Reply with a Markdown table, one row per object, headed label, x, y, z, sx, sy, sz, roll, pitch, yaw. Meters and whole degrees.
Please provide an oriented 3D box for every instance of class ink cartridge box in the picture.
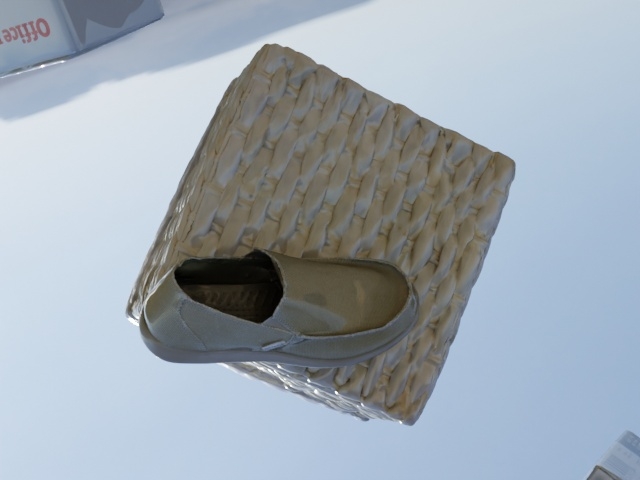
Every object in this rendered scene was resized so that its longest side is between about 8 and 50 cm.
| label | x | y | z | sx | sy | sz | roll | pitch | yaw |
| --- | --- | --- | --- | --- | --- | --- | --- | --- | --- |
| ink cartridge box | 0.197 | 0.260 | 0.954 | 0.208 | 0.045 | 0.206 | -56 | 163 | 11 |
| ink cartridge box | -0.212 | -0.225 | 0.781 | 0.153 | 0.208 | 0.087 | -1 | -156 | 46 |

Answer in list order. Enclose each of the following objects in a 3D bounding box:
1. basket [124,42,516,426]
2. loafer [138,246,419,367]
| label | x | y | z | sx | sy | sz | roll | pitch | yaw |
| --- | --- | --- | --- | --- | --- | --- | --- | --- | --- |
| basket | 0.000 | 0.000 | 1.266 | 0.331 | 0.328 | 0.266 | -67 | -170 | -10 |
| loafer | -0.030 | 0.058 | 1.053 | 0.269 | 0.101 | 0.092 | -6 | 145 | -17 |
